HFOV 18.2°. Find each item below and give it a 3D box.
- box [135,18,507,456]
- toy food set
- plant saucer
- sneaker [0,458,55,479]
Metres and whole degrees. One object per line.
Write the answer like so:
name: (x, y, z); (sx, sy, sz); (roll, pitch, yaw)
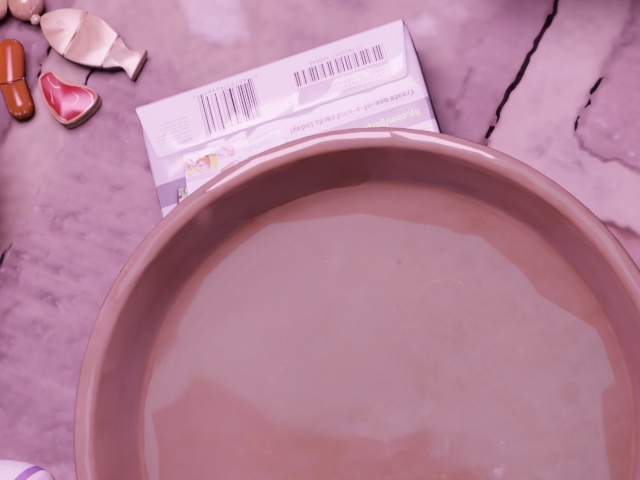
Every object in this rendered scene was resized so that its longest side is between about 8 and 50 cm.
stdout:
box: (0.000, 0.000, 0.975); (0.145, 0.038, 0.186); (-19, 67, 7)
toy food set: (-0.158, -0.098, 1.059); (0.122, 0.019, 0.078); (34, 82, 14)
plant saucer: (0.026, 0.088, 0.903); (0.278, 0.041, 0.278); (-1, 86, 9)
sneaker: (-0.096, 0.241, 0.881); (0.161, 0.102, 0.282); (3, 88, 11)
